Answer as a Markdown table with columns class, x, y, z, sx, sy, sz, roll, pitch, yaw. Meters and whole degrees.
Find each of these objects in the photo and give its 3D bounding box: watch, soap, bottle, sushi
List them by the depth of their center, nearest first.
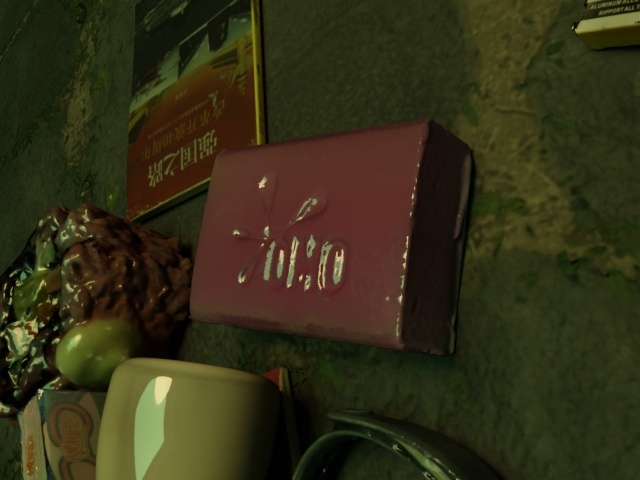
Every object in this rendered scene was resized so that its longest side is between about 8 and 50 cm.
| class | x | y | z | sx | sy | sz | roll | pitch | yaw |
| --- | --- | --- | --- | --- | --- | --- | --- | --- | --- |
| watch | 0.059 | 0.226 | 0.421 | 0.206 | 0.068 | 0.193 | -7 | 74 | 43 |
| bottle | -0.121 | 0.225 | 0.487 | 0.148 | 0.147 | 0.236 | -8 | 66 | 41 |
| soap | -0.001 | 0.000 | 0.530 | 0.259 | 0.081 | 0.181 | 1 | 79 | 43 |
| sushi | -0.280 | 0.089 | 0.701 | 0.236 | 0.171 | 0.270 | 38 | 99 | 43 |

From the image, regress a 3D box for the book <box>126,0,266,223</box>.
| class | x | y | z | sx | sy | sz | roll | pitch | yaw |
| --- | --- | --- | --- | --- | --- | --- | --- | --- | --- |
| book | -0.175 | -0.232 | 0.797 | 0.263 | 0.028 | 0.373 | -19 | 65 | 36 |

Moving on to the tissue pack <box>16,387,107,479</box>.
| class | x | y | z | sx | sy | sz | roll | pitch | yaw |
| --- | --- | --- | --- | --- | --- | --- | --- | --- | --- |
| tissue pack | -0.208 | 0.211 | 0.580 | 0.065 | 0.155 | 0.115 | -47 | 48 | 24 |

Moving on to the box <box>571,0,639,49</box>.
| class | x | y | z | sx | sy | sz | roll | pitch | yaw |
| --- | --- | --- | --- | --- | --- | --- | --- | --- | --- |
| box | 0.261 | -0.248 | 0.376 | 0.129 | 0.033 | 0.247 | 19 | 91 | 58 |

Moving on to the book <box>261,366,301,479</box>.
| class | x | y | z | sx | sy | sz | roll | pitch | yaw |
| --- | --- | --- | --- | --- | --- | --- | --- | --- | --- |
| book | -0.104 | 0.242 | 0.595 | 0.232 | 0.022 | 0.162 | -32 | 55 | 33 |
